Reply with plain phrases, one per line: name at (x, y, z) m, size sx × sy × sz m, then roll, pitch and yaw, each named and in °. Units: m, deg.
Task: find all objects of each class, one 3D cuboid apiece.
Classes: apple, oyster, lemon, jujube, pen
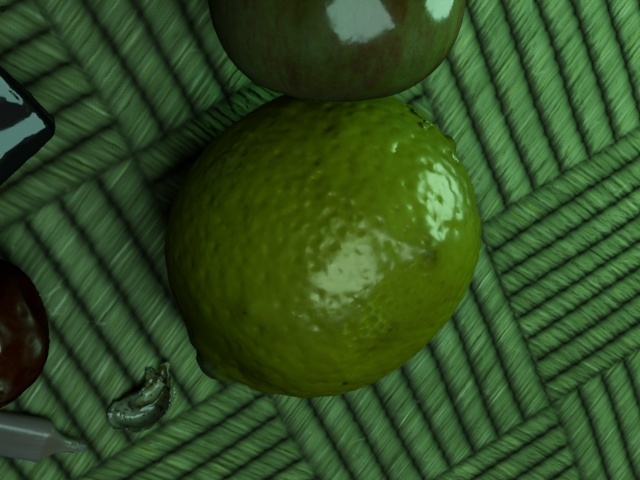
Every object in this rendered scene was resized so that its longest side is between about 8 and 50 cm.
apple at (0.018, -0.262, 1.276) m, size 0.256 × 0.257 × 0.234 m, roll -4°, pitch 115°, yaw -24°
oyster at (-0.208, 0.183, 1.545) m, size 0.083 × 0.038 × 0.081 m, roll -5°, pitch 94°, yaw 7°
lemon at (0.002, -0.001, 1.371) m, size 0.336 × 0.336 × 0.336 m, roll -11°, pitch 120°, yaw -20°
jujube at (-0.392, 0.105, 1.327) m, size 0.236 × 0.168 × 0.168 m, roll -14°, pitch 122°, yaw 2°
pen at (-0.355, 0.217, 1.483) m, size 0.197 × 0.032 × 0.053 m, roll 17°, pitch 106°, yaw -29°

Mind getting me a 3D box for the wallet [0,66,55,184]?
wallet at (-0.470, -0.046, 1.247) m, size 0.406 × 0.062 × 0.228 m, roll -44°, pitch 107°, yaw 0°
